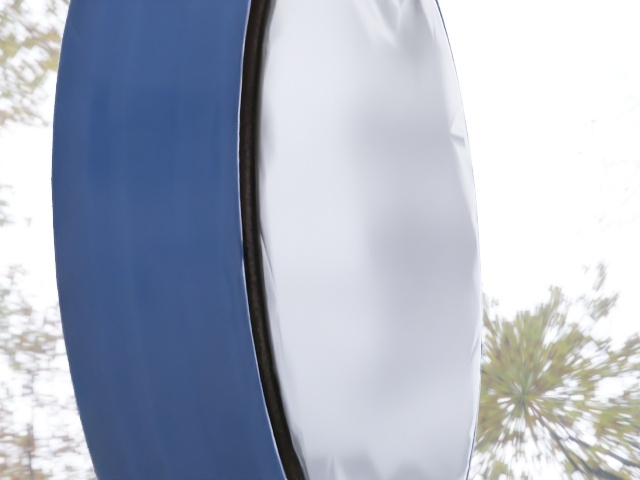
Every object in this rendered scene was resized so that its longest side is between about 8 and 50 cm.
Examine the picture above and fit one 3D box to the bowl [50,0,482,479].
[{"bbox_3d":[0.000,0.000,0.756,0.077,0.391,0.391,-4,-96,20],"label":"bowl"}]
